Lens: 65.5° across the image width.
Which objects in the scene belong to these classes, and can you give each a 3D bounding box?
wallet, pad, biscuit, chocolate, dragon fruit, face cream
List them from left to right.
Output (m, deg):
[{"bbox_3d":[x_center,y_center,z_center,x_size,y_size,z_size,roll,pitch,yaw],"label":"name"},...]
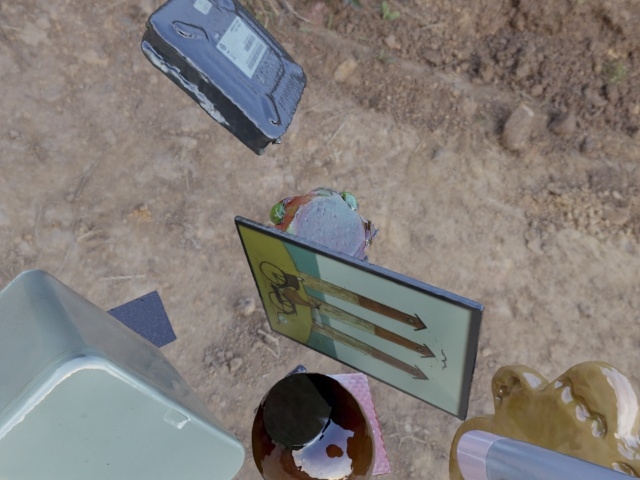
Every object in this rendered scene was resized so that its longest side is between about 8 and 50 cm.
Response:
[{"bbox_3d":[-0.683,0.324,1.705,0.330,0.004,0.220,-24,61,-15],"label":"pad"},{"bbox_3d":[-0.006,0.264,0.642,0.177,0.177,0.177,17,42,-16],"label":"chocolate"},{"bbox_3d":[0.000,0.000,1.221,0.295,0.130,0.268,-44,107,-34],"label":"dragon fruit"},{"bbox_3d":[0.071,0.355,0.969,0.103,0.020,0.196,4,54,-29],"label":"wallet"},{"bbox_3d":[0.265,0.295,0.605,0.052,0.355,0.275,0,55,-24],"label":"biscuit"},{"bbox_3d":[0.181,0.193,0.365,0.057,0.198,0.084,-39,93,-22],"label":"face cream"}]

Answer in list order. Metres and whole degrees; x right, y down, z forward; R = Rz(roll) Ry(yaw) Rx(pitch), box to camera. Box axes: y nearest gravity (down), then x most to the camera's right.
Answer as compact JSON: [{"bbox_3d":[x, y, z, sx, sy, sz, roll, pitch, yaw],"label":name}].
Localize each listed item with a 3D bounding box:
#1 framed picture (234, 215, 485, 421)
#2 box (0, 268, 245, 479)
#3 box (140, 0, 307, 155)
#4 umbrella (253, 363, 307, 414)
[{"bbox_3d":[0.040,0.102,0.643,0.324,0.244,0.013,20,52,28],"label":"framed picture"},{"bbox_3d":[-0.342,0.239,0.776,0.177,0.352,0.344,-50,41,-13],"label":"box"},{"bbox_3d":[-0.189,-0.397,1.101,0.350,0.091,0.359,41,38,-25],"label":"box"},{"bbox_3d":[-0.135,0.518,1.685,0.071,0.248,0.071,43,7,-6],"label":"umbrella"}]
